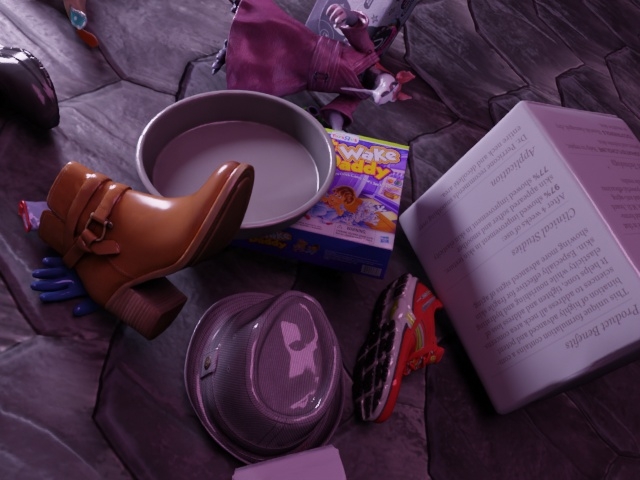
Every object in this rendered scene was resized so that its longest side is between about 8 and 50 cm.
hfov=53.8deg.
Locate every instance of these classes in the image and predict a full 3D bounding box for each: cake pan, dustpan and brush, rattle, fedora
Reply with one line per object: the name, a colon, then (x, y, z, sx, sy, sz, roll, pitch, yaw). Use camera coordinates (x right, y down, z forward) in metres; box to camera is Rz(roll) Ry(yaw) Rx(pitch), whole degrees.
cake pan: (-0.123, -0.114, 0.945, 0.293, 0.054, 0.293, 4, 50, -5)
dustpan and brush: (-0.015, 0.369, 0.761, 0.147, 0.060, 0.211, -8, 44, -18)
rattle: (-0.477, -0.430, 1.103, 0.143, 0.130, 0.199, -8, 89, -21)
fedora: (-0.055, 0.166, 0.874, 0.244, 0.124, 0.275, 26, 49, -12)

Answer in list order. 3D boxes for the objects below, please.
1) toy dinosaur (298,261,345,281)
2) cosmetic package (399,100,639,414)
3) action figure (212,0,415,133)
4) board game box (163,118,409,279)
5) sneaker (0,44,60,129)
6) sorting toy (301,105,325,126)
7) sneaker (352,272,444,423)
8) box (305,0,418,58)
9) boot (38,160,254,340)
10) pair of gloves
toy dinosaur: (0.000, 0.000, 1.069, 0.268, 0.064, 0.118, 12, 46, -26)
cosmetic package: (0.412, 0.028, 1.077, 0.327, 0.329, 0.393, -3, 60, -40)
action figure: (-0.006, -0.322, 1.200, 0.370, 0.248, 0.275, 15, 19, -5)
board game box: (-0.045, -0.086, 1.020, 0.347, 0.078, 0.233, 12, 50, 2)
sneaker: (-0.511, -0.247, 0.942, 0.286, 0.109, 0.130, 37, 54, 11)
sorting toy: (-0.021, -0.235, 1.234, 0.061, 0.042, 0.102, 33, 48, -4)
sneaker: (0.139, 0.171, 0.996, 0.118, 0.107, 0.279, 35, 48, -10)
box: (0.104, -0.519, 1.368, 0.163, 0.247, 0.142, 48, 50, 9)
boot: (-0.228, -0.036, 0.806, 0.220, 0.283, 0.109, 40, 27, 8)
pair of gloves: (-0.334, 0.012, 0.896, 0.159, 0.023, 0.198, -5, 65, -34)
